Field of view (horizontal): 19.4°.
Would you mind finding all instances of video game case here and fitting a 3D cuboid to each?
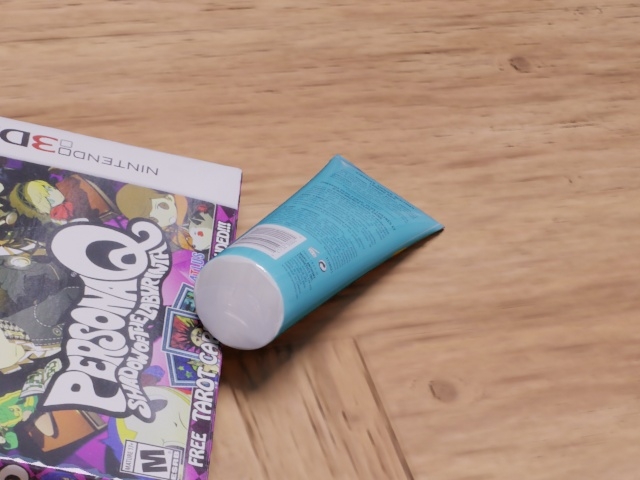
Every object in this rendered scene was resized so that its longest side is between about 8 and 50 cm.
[{"bbox_3d":[-0.154,0.033,0.992,0.210,0.042,0.232,12,48,-8],"label":"video game case"}]

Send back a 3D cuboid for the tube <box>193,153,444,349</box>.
[{"bbox_3d":[0.000,0.000,1.048,0.080,0.052,0.207,39,31,9],"label":"tube"}]
